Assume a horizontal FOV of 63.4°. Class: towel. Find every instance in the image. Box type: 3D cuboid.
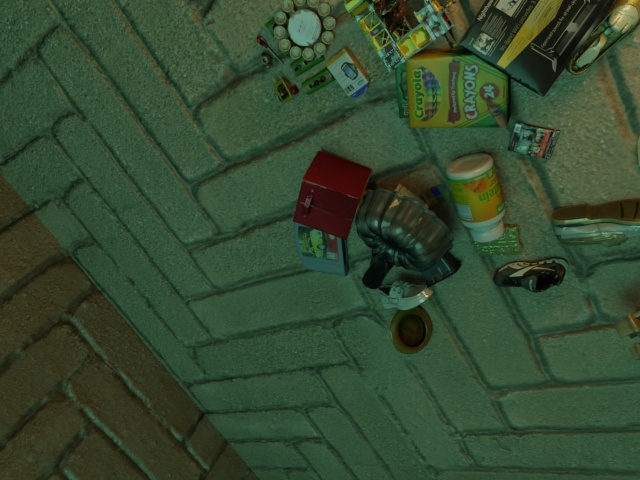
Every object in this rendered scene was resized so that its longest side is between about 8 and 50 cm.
[{"bbox_3d":[0.371,-0.144,1.665,0.083,0.009,0.060,-20,112,37],"label":"towel"},{"bbox_3d":[0.565,0.000,1.661,0.148,0.027,0.110,-5,120,31],"label":"towel"}]

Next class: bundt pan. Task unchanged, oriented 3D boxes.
[{"bbox_3d":[0.249,-0.014,1.651,0.330,0.124,0.331,31,163,10],"label":"bundt pan"}]

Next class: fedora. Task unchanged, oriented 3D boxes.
[{"bbox_3d":[0.332,0.335,1.975,0.194,0.194,0.079,55,166,-18],"label":"fedora"}]

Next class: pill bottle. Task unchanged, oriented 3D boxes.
[{"bbox_3d":[0.471,-0.122,1.543,0.136,0.136,0.246,-7,120,32],"label":"pill bottle"},{"bbox_3d":[0.293,-0.106,1.681,0.160,0.087,0.087,36,132,-1],"label":"pill bottle"}]

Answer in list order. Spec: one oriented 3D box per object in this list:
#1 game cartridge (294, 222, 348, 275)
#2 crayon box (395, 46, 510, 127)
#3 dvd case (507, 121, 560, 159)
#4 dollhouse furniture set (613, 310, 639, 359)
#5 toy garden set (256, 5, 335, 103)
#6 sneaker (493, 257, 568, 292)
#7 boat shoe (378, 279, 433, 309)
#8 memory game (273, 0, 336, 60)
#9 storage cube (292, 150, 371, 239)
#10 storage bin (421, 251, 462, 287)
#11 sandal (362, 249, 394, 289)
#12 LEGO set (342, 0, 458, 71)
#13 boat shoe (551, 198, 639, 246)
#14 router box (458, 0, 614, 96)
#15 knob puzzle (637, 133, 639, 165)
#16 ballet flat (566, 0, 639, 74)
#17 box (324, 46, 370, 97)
[{"bbox_3d":[0.000,0.000,1.940,0.196,0.060,0.294,10,128,26],"label":"game cartridge"},{"bbox_3d":[0.353,-0.416,1.423,0.318,0.081,0.202,5,126,25],"label":"crayon box"},{"bbox_3d":[0.594,-0.278,1.447,0.119,0.013,0.087,15,129,15],"label":"dvd case"},{"bbox_3d":[1.056,0.360,1.447,0.303,0.356,0.174,8,142,-29],"label":"dollhouse furniture set"},{"bbox_3d":[-0.101,-0.549,1.580,0.203,0.049,0.244,-19,113,36],"label":"toy garden set"},{"bbox_3d":[0.660,0.120,1.647,0.234,0.106,0.078,-13,116,34],"label":"sneaker"},{"bbox_3d":[0.289,0.187,1.859,0.096,0.098,0.277,58,151,-6],"label":"boat shoe"},{"bbox_3d":[-0.046,-0.614,1.491,0.186,0.012,0.186,3,113,8],"label":"memory game"},{"bbox_3d":[0.040,-0.151,1.703,0.193,0.215,0.184,20,130,4],"label":"storage cube"},{"bbox_3d":[0.396,0.089,1.778,0.091,0.098,0.135,52,131,-2],"label":"storage bin"},{"bbox_3d":[0.217,0.094,1.892,0.097,0.054,0.255,23,131,11],"label":"sandal"},{"bbox_3d":[0.216,-0.561,1.239,0.192,0.331,0.255,-29,94,31],"label":"LEGO set"},{"bbox_3d":[0.816,-0.042,1.451,0.302,0.113,0.103,1,126,40],"label":"boat shoe"},{"bbox_3d":[0.508,-0.532,1.198,0.242,0.081,0.309,33,114,1],"label":"router box"},{"bbox_3d":[0.897,-0.243,1.304,0.213,0.030,0.213,14,129,18],"label":"knob puzzle"},{"bbox_3d":[0.675,-0.481,1.212,0.080,0.073,0.232,35,132,-1],"label":"ballet flat"},{"bbox_3d":[0.085,-0.494,1.540,0.081,0.028,0.136,-27,111,39],"label":"box"}]
